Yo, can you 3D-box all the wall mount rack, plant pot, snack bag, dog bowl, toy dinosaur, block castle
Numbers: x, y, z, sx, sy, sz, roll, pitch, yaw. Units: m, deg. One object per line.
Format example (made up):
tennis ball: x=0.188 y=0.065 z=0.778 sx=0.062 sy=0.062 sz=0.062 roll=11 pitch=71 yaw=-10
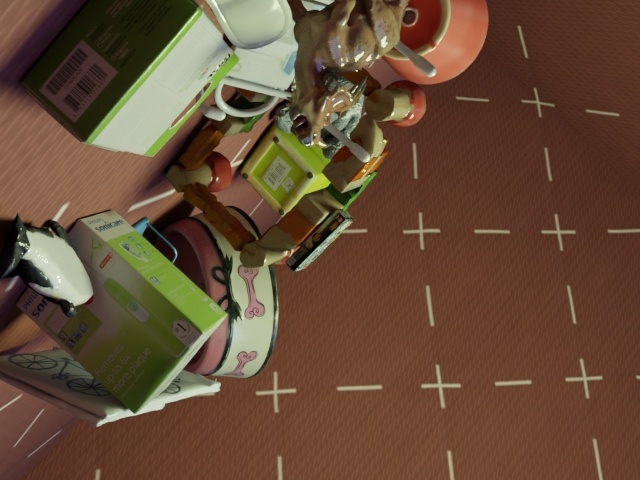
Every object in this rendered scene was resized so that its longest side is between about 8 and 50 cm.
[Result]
wall mount rack: x=-0.016 y=-0.261 z=1.196 sx=0.350 sy=0.304 sz=0.130 roll=-51 pitch=-141 yaw=45
plant pot: x=0.223 y=-0.492 z=1.742 sx=0.275 sy=0.275 sz=0.243 roll=-49 pitch=170 yaw=21
snack bag: x=-0.414 y=0.264 z=1.499 sx=0.342 sy=0.323 sz=0.037 roll=1 pitch=102 yaw=-63
dog bowl: x=-0.262 y=0.126 z=1.783 sx=0.150 sy=0.408 sz=0.408 roll=-5 pitch=150 yaw=-34
toy dinosaur: x=0.041 y=-0.264 z=1.029 sx=0.296 sy=0.200 sz=0.127 roll=-34 pitch=-156 yaw=-14
plant pot: x=-0.057 y=-0.190 z=1.984 sx=0.228 sy=0.227 sz=0.207 roll=-49 pitch=170 yaw=33
block castle: x=-0.044 y=-0.185 z=1.464 sx=0.453 sy=0.303 sz=0.213 roll=-49 pitch=171 yaw=22

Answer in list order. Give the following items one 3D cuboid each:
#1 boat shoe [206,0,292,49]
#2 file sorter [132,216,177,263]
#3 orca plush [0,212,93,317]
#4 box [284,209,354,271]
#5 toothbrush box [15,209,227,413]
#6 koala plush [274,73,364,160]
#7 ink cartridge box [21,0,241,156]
boat shoe: x=-0.105 y=-0.330 z=0.832 sx=0.116 sy=0.099 sz=0.319 roll=-22 pitch=159 yaw=0
file sorter: x=-0.389 y=0.058 z=1.573 sx=0.170 sy=0.104 sz=0.118 roll=-45 pitch=176 yaw=-45
orca plush: x=-0.423 y=0.051 z=1.125 sx=0.102 sy=0.151 sz=0.287 roll=-16 pitch=178 yaw=-2
box: x=0.000 y=0.000 z=1.433 sx=0.137 sy=0.027 sz=0.094 roll=-45 pitch=173 yaw=10
toothbrush box: x=-0.341 y=0.120 z=1.347 sx=0.206 sy=0.283 sz=0.122 roll=-48 pitch=176 yaw=16
koala plush: x=0.006 y=-0.311 z=1.747 sx=0.203 sy=0.196 sz=0.221 roll=-59 pitch=176 yaw=3
ink cartridge box: x=-0.208 y=-0.201 z=0.925 sx=0.189 sy=0.097 sz=0.255 roll=-48 pitch=178 yaw=4
